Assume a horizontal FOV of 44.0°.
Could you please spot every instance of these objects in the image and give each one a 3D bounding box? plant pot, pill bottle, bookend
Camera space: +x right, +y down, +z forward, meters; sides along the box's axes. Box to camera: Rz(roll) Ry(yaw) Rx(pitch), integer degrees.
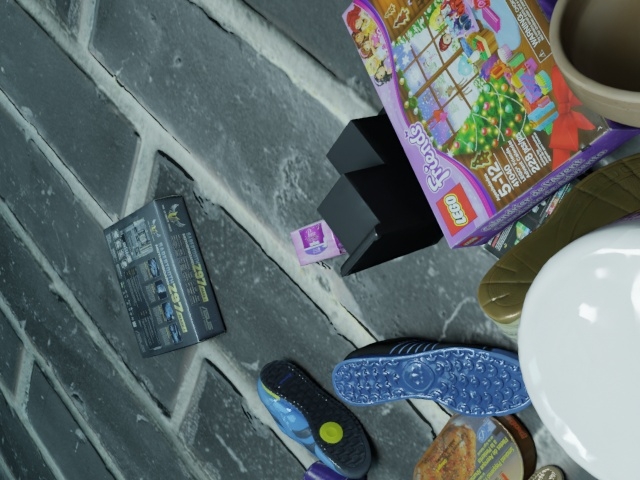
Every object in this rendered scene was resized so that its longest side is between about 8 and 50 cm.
[{"bbox_3d":[0.296,-0.148,0.562,0.237,0.237,0.110,7,148,45],"label":"plant pot"},{"bbox_3d":[0.280,0.040,0.533,0.169,0.301,0.169,17,115,41],"label":"pill bottle"},{"bbox_3d":[0.051,-0.059,0.848,0.156,0.157,0.072,54,134,18],"label":"bookend"}]

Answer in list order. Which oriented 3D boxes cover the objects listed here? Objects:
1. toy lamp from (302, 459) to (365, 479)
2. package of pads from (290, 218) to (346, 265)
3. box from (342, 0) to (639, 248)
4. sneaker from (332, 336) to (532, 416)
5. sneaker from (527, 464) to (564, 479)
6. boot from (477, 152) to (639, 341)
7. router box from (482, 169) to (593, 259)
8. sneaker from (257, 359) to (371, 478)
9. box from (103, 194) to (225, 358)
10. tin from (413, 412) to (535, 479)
[{"bbox_3d":[0.089,0.362,1.004,0.274,0.080,0.080,20,117,38],"label":"toy lamp"},{"bbox_3d":[0.000,0.000,1.011,0.083,0.032,0.050,-19,90,47],"label":"package of pads"},{"bbox_3d":[0.145,-0.167,0.755,0.201,0.057,0.293,-43,61,44],"label":"box"},{"bbox_3d":[0.132,0.144,0.894,0.232,0.090,0.082,-1,102,25],"label":"sneaker"},{"bbox_3d":[0.243,0.303,0.857,0.042,0.067,0.119,17,85,44],"label":"sneaker"},{"bbox_3d":[0.255,0.032,0.701,0.213,0.165,0.077,-40,42,3],"label":"boot"},{"bbox_3d":[0.224,-0.017,0.768,0.092,0.038,0.123,41,129,29],"label":"router box"},{"bbox_3d":[-0.009,0.254,1.085,0.209,0.069,0.082,39,142,30],"label":"sneaker"},{"bbox_3d":[-0.256,0.063,1.278,0.183,0.059,0.233,-22,85,48],"label":"box"},{"bbox_3d":[0.176,0.266,0.912,0.106,0.040,0.190,50,133,29],"label":"tin"}]
